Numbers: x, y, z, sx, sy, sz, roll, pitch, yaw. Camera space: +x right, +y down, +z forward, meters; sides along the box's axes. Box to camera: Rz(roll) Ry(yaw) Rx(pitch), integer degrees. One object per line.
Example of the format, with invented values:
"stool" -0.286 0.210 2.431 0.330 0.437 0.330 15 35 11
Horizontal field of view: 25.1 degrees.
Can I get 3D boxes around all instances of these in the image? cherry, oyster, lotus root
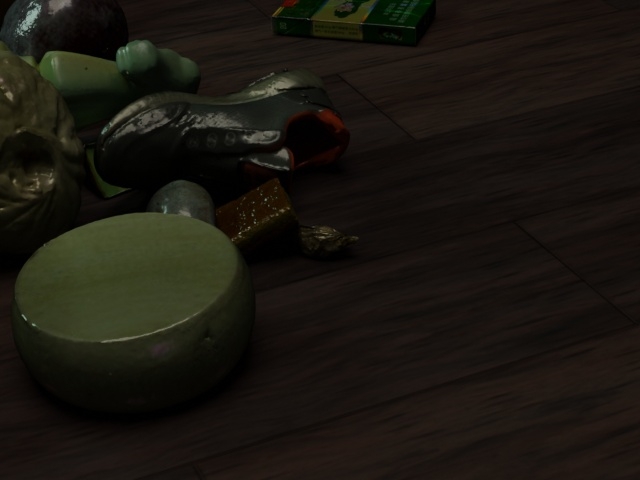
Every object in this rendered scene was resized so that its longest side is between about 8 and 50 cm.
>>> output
"cherry" -0.367 -0.273 2.022 0.195 0.195 0.195 -2 30 1
"oyster" 0.000 0.000 1.678 0.081 0.038 0.083 4 4 -6
"lotus root" -0.159 -0.009 1.649 0.088 0.088 0.165 -7 42 -8

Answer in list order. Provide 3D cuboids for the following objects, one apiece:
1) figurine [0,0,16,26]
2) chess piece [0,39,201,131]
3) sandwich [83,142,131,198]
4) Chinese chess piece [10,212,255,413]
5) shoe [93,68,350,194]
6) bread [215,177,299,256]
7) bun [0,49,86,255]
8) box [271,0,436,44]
"figurine" -0.481 -0.418 2.273 0.228 0.215 0.215 3 28 -18
"chess piece" -0.303 -0.196 1.872 0.298 0.175 0.176 -11 31 -9
"sandwich" -0.285 -0.089 1.864 0.074 0.074 0.116 -23 4 -30
"Chinese chess piece" -0.192 0.071 1.479 0.250 0.101 0.250 -3 34 2
"shoe" -0.105 -0.105 1.779 0.336 0.132 0.171 -16 42 -28
"bread" -0.077 -0.024 1.676 0.094 0.035 0.090 -29 29 3
"bun" -0.367 -0.106 1.663 0.153 0.243 0.244 -6 21 45
"box" 0.053 -0.354 2.261 0.235 0.034 0.132 7 32 17
